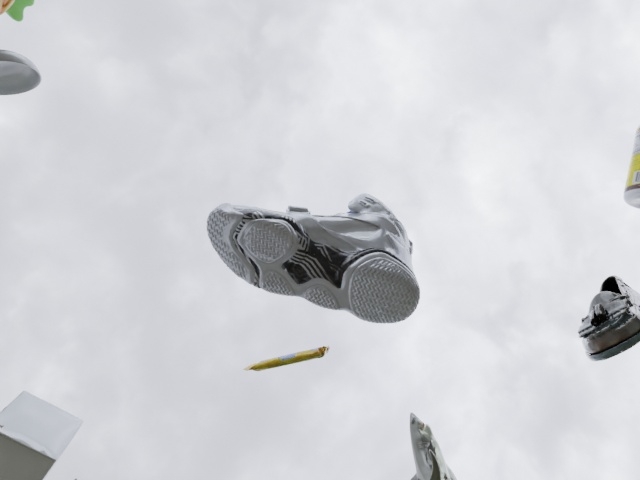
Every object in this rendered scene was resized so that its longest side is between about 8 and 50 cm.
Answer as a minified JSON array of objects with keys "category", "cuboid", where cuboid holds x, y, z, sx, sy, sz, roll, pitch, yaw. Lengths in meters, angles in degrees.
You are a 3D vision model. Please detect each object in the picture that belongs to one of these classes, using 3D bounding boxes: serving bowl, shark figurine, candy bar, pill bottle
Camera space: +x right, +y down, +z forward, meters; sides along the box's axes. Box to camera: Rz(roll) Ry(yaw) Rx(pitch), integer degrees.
[{"category":"serving bowl","cuboid":[-0.394,-0.210,0.518,0.083,0.083,0.027,-18,-92,-13]},{"category":"shark figurine","cuboid":[0.194,0.457,0.798,0.116,0.278,0.166,-30,-99,7]},{"category":"candy bar","cuboid":[-0.056,0.205,0.728,0.161,0.040,0.018,-19,-101,22]},{"category":"pill bottle","cuboid":[0.711,-0.175,0.870,0.117,0.117,0.215,16,-96,-9]}]

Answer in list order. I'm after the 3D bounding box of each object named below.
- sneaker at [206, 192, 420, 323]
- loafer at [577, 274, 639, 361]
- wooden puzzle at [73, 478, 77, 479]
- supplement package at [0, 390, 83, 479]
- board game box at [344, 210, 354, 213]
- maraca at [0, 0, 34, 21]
[{"category":"sneaker","cuboid":[0.000,0.000,0.742,0.365,0.138,0.210,20,-145,3]},{"category":"loafer","cuboid":[0.452,0.115,0.665,0.267,0.096,0.084,-6,-120,-48]},{"category":"wooden puzzle","cuboid":[-0.419,0.455,0.727,0.049,0.006,0.083,-24,-121,12]},{"category":"supplement package","cuboid":[-0.456,0.335,0.609,0.105,0.105,0.179,35,-89,-12]},{"category":"board game box","cuboid":[0.083,0.001,1.008,0.136,0.201,0.035,-25,-124,21]},{"category":"maraca","cuboid":[-0.451,-0.353,0.556,0.099,0.186,0.127,22,-67,0]}]
